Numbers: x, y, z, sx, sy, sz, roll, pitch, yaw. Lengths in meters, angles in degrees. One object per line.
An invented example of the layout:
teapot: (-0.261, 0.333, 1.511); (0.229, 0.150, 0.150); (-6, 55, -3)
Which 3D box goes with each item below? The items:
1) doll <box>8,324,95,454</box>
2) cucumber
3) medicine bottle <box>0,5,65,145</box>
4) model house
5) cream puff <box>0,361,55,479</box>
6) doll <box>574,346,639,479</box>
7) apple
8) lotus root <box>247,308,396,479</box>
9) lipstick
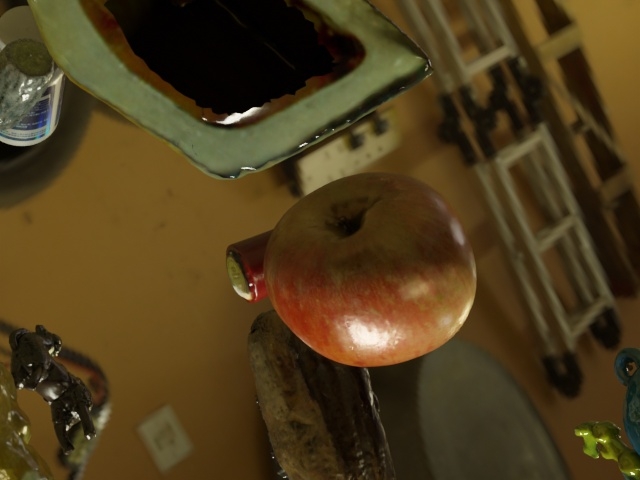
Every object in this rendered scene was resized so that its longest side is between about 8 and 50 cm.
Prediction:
doll: (-0.330, 0.168, 1.764); (0.057, 0.139, 0.165); (-41, -160, 18)
cucumber: (-0.323, -0.161, 1.526); (0.064, 0.064, 0.112); (-33, 172, -43)
medicine bottle: (-0.386, -0.215, 1.881); (0.107, 0.107, 0.191); (-31, 162, -29)
model house: (-0.077, -0.171, 1.068); (0.173, 0.268, 0.239); (-48, -168, 13)
cream puff: (-0.439, 0.247, 1.369); (0.378, 0.378, 0.275); (-28, -165, 21)
doll: (0.451, 0.208, 1.547); (0.099, 0.341, 0.346); (-22, 138, -42)
apple: (0.053, 0.029, 1.438); (0.209, 0.164, 0.209); (-13, -140, 11)
lotus root: (0.007, 0.236, 1.925); (0.167, 0.329, 0.078); (-20, 172, -10)
lipstick: (0.000, 0.000, 1.787); (0.241, 0.080, 0.080); (-23, -179, -21)
